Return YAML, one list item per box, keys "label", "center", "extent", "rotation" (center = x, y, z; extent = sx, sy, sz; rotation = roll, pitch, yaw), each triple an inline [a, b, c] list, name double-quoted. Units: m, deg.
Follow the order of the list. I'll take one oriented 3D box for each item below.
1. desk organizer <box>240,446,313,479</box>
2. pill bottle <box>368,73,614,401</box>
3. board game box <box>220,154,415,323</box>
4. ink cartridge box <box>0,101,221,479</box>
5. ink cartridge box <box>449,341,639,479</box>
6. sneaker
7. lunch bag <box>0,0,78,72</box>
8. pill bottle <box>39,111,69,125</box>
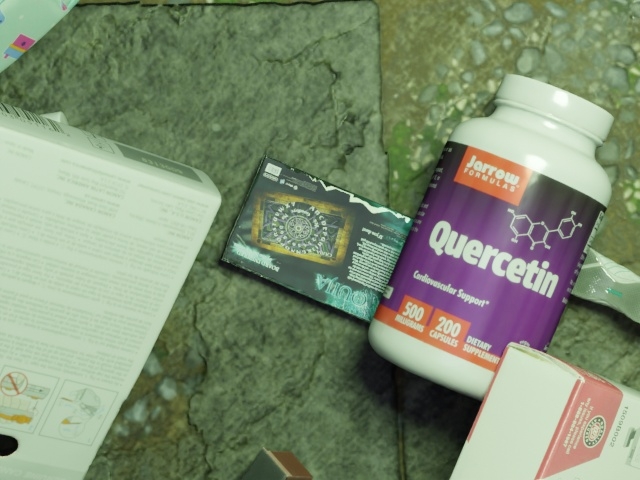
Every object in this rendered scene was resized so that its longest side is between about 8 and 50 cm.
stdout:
- label: "desk organizer"
  center: [-0.068, 0.289, 1.784]
  extent: [0.047, 0.050, 0.130]
  rotation: [45, 108, 33]
- label: "pill bottle"
  center: [0.186, -0.001, 1.717]
  extent: [0.181, 0.181, 0.323]
  rotation: [22, 90, 1]
- label: "board game box"
  center: [0.000, 0.000, 1.797]
  extent: [0.186, 0.026, 0.126]
  rotation: [24, 91, 0]
- label: "ink cartridge box"
  center: [-0.320, 0.062, 1.715]
  extent: [0.308, 0.091, 0.385]
  rotation: [18, 108, -32]
- label: "ink cartridge box"
  center: [0.277, 0.245, 1.673]
  extent: [0.283, 0.117, 0.207]
  rotation: [22, 91, -39]
- label: "sneaker"
  center: [0.311, 0.048, 1.783]
  extent: [0.152, 0.061, 0.053]
  rotation: [31, 98, 20]
- label: "lunch bag"
  center: [-0.394, -0.278, 1.741]
  extent: [0.279, 0.108, 0.224]
  rotation: [-43, 65, -2]
- label: "pill bottle"
  center: [-0.359, -0.079, 1.758]
  extent: [0.187, 0.112, 0.112]
  rotation: [-10, 90, 1]
